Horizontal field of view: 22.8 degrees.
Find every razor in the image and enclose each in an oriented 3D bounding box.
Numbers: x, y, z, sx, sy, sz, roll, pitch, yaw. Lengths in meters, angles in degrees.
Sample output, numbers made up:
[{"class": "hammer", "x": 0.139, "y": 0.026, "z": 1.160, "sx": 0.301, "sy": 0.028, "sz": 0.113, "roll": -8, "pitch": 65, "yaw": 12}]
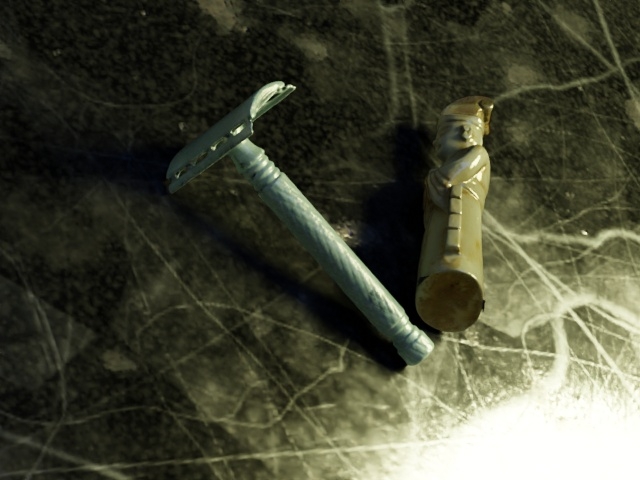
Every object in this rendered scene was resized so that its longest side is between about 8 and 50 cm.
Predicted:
[{"class": "razor", "x": 0.000, "y": 0.000, "z": 1.163, "sx": 0.232, "sy": 0.106, "sz": 0.068, "roll": 49, "pitch": 44, "yaw": -10}]

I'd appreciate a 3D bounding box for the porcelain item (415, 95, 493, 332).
[{"class": "porcelain item", "x": 0.108, "y": -0.033, "z": 1.258, "sx": 0.054, "sy": 0.084, "sz": 0.213, "roll": 6, "pitch": 49, "yaw": 3}]
